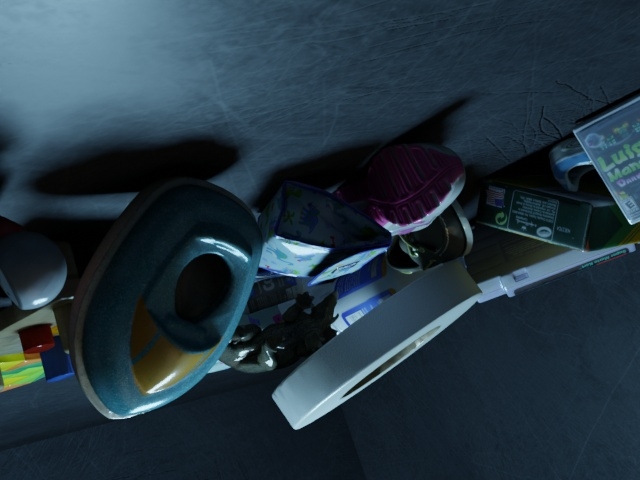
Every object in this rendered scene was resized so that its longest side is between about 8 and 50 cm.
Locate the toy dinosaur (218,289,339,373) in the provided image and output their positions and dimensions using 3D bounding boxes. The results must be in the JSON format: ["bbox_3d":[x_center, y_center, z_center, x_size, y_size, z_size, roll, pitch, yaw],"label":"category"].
[{"bbox_3d":[-0.080,0.168,1.412,0.314,0.121,0.160,-20,157,-21],"label":"toy dinosaur"}]

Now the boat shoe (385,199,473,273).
[{"bbox_3d":[0.173,-0.003,1.453,0.091,0.109,0.305,-23,172,-9],"label":"boat shoe"}]

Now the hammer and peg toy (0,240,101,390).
[{"bbox_3d":[-0.332,0.094,1.050,0.266,0.127,0.361,-26,167,34],"label":"hammer and peg toy"}]

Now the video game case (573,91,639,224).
[{"bbox_3d":[0.487,-0.132,1.249,0.190,0.173,0.022,-28,-167,32],"label":"video game case"}]

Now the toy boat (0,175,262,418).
[{"bbox_3d":[-0.195,0.051,0.867,0.318,0.267,0.148,23,-179,-44],"label":"toy boat"}]

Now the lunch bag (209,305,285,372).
[{"bbox_3d":[-0.214,0.173,1.623,0.224,0.108,0.279,0,156,-45],"label":"lunch bag"}]

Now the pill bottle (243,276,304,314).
[{"bbox_3d":[-0.103,0.075,1.436,0.137,0.078,0.078,-19,168,-8],"label":"pill bottle"}]

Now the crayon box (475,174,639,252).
[{"bbox_3d":[0.436,-0.053,1.478,0.202,0.081,0.318,19,-162,42],"label":"crayon box"}]

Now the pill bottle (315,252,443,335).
[{"bbox_3d":[0.114,0.113,1.770,0.152,0.152,0.272,-8,164,-42],"label":"pill bottle"}]

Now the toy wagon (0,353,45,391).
[{"bbox_3d":[-0.469,0.177,1.334,0.267,0.068,0.344,-25,167,25],"label":"toy wagon"}]

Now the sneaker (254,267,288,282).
[{"bbox_3d":[-0.060,0.030,1.370,0.144,0.053,0.059,-17,166,-16],"label":"sneaker"}]

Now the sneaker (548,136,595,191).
[{"bbox_3d":[0.455,-0.149,1.314,0.237,0.086,0.085,-31,162,37],"label":"sneaker"}]

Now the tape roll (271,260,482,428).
[{"bbox_3d":[0.097,0.175,1.466,0.392,0.072,0.392,-33,167,-9],"label":"tape roll"}]

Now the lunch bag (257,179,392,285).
[{"bbox_3d":[0.000,0.000,1.118,0.151,0.096,0.129,14,159,-15],"label":"lunch bag"}]

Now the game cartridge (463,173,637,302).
[{"bbox_3d":[0.445,-0.011,1.672,0.355,0.068,0.230,-22,-149,13],"label":"game cartridge"}]

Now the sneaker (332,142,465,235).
[{"bbox_3d":[0.114,-0.065,1.139,0.111,0.103,0.252,-14,175,-30],"label":"sneaker"}]
